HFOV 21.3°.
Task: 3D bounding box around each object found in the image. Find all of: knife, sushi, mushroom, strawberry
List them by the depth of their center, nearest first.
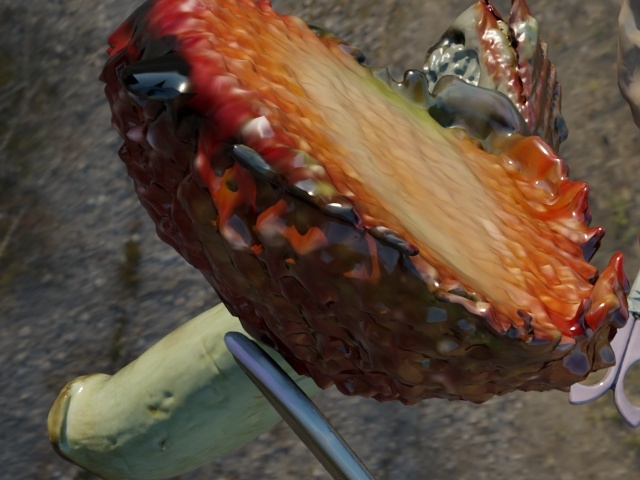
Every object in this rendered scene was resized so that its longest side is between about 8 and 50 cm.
[{"bbox_3d":[0.000,0.000,0.703,0.233,0.306,0.138,27,108,-7],"label":"strawberry"},{"bbox_3d":[0.022,0.121,0.786,0.022,0.046,0.256,-43,132,-6],"label":"knife"},{"bbox_3d":[-0.057,0.085,1.110,0.107,0.333,0.087,3,65,-43],"label":"mushroom"},{"bbox_3d":[0.146,-0.057,1.514,0.124,0.130,0.332,29,57,-56],"label":"sushi"}]

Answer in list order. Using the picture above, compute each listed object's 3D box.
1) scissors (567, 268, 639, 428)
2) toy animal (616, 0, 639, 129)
[{"bbox_3d":[0.274,0.051,1.461,0.110,0.021,0.212,20,79,-2],"label":"scissors"},{"bbox_3d":[0.216,-0.127,0.517,0.226,0.188,0.358,27,90,-6],"label":"toy animal"}]
